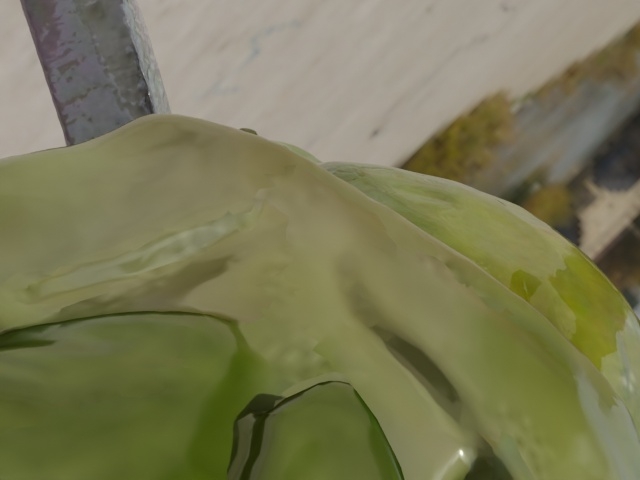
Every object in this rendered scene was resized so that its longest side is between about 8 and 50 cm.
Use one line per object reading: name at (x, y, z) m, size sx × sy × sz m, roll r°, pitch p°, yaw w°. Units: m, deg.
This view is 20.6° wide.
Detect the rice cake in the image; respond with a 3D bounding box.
rice cake at (-0.124, -0.083, 1.033) m, size 0.073 × 0.365 × 0.056 m, roll -14°, pitch -161°, yaw 7°

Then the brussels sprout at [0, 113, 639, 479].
brussels sprout at (-0.057, 0.139, 0.374) m, size 0.328 × 0.328 × 0.247 m, roll -41°, pitch -176°, yaw -34°

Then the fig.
fig at (0.014, 0.070, 0.803) m, size 0.233 × 0.314 × 0.233 m, roll -45°, pitch 161°, yaw -20°
